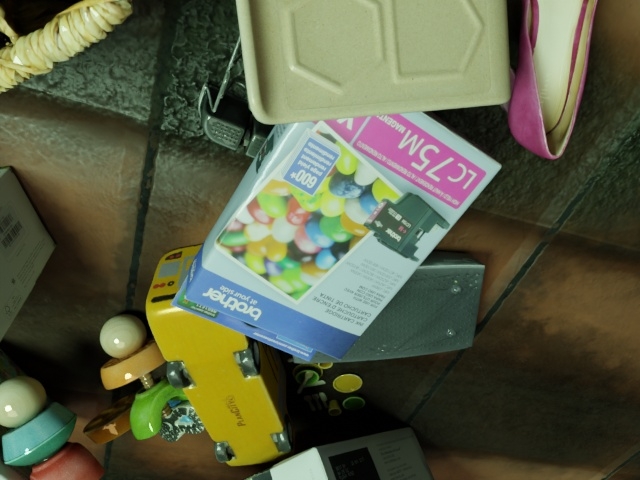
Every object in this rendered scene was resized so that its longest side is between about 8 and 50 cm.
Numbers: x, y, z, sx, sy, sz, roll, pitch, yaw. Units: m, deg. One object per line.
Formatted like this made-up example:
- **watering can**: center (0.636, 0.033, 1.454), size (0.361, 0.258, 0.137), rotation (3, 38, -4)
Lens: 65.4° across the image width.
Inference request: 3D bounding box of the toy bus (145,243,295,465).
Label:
- **toy bus**: center (-0.119, 0.171, 0.676), size (0.108, 0.130, 0.333), rotation (-11, 128, 4)

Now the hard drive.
- **hard drive**: center (0.081, 0.090, 0.671), size (0.254, 0.054, 0.172), rotation (-6, 128, 1)

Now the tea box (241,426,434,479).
- **tea box**: center (-0.009, 0.467, 0.782), size (0.323, 0.220, 0.329), rotation (-33, 151, 23)

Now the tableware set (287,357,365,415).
- **tableware set**: center (0.015, 0.233, 0.799), size (0.103, 0.024, 0.154), rotation (-13, 127, 6)

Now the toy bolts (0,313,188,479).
- **toy bolts**: center (-0.322, 0.216, 0.678), size (0.218, 0.228, 0.159), rotation (-21, 100, 41)

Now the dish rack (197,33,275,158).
- **dish rack**: center (0.020, -0.174, 0.456), size (0.208, 0.074, 0.272), rotation (19, 123, -19)

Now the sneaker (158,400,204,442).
- **sneaker**: center (-0.213, 0.268, 0.787), size (0.162, 0.073, 0.063), rotation (-21, 104, 38)

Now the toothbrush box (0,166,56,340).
- **toothbrush box**: center (-0.465, 0.042, 0.510), size (0.283, 0.206, 0.122), rotation (-8, 128, 4)

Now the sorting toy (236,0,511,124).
- **sorting toy**: center (0.040, -0.187, 0.355), size (0.208, 0.038, 0.193), rotation (-8, 99, -15)

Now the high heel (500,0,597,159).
- **high heel**: center (0.206, -0.194, 0.417), size (0.082, 0.117, 0.244), rotation (3, 128, -5)

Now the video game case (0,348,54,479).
- **video game case**: center (-0.415, 0.258, 0.683), size (0.023, 0.212, 0.193), rotation (-27, 128, -13)

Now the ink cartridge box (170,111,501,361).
- **ink cartridge box**: center (0.000, 0.000, 0.482), size (0.185, 0.065, 0.311), rotation (27, 115, -22)

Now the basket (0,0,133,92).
- **basket**: center (-0.272, -0.211, 0.248), size (0.213, 0.223, 0.299), rotation (-34, 126, -8)
